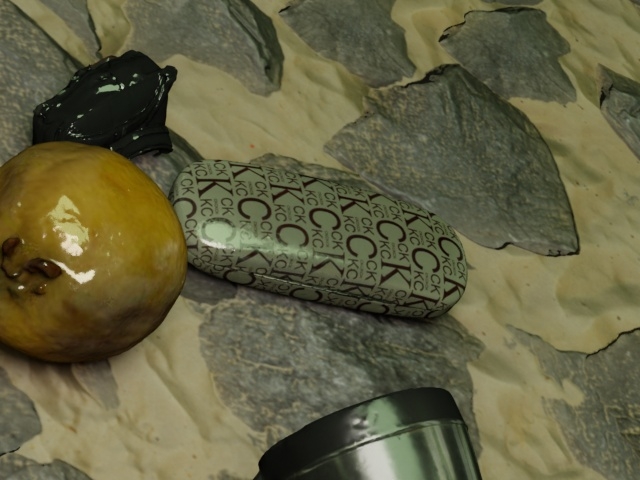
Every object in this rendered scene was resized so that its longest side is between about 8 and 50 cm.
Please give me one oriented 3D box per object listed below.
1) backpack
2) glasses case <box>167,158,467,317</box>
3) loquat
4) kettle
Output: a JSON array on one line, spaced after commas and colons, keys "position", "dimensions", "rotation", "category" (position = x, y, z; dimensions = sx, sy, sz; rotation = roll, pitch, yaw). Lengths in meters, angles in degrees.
[{"position": [-0.239, -0.132, 1.814], "dimensions": [0.106, 0.120, 0.165], "rotation": [34, 41, 30], "category": "backpack"}, {"position": [0.000, 0.000, 1.856], "dimensions": [0.355, 0.085, 0.137], "rotation": [13, 51, -20], "category": "glasses case"}, {"position": [-0.243, 0.013, 1.640], "dimensions": [0.238, 0.193, 0.238], "rotation": [37, 33, -30], "category": "loquat"}, {"position": [0.062, 0.303, 1.573], "dimensions": [0.251, 0.207, 0.271], "rotation": [-5, 65, -40], "category": "kettle"}]
